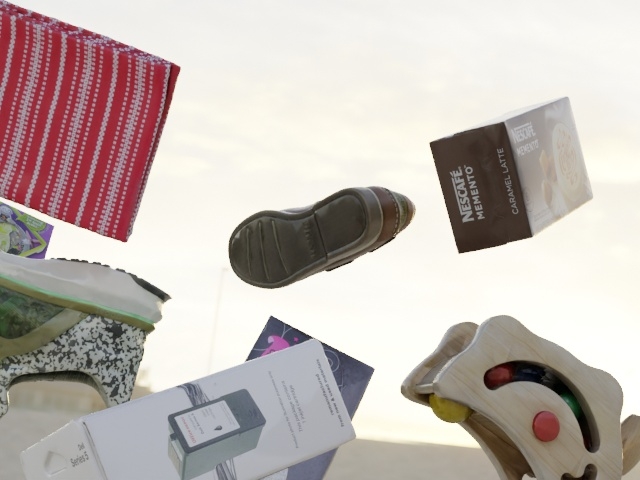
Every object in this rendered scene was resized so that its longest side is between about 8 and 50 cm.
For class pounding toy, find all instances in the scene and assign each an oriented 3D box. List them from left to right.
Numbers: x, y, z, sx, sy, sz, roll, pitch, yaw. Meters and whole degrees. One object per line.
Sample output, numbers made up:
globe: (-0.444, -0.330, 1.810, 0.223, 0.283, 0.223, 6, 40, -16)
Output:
pounding toy: (0.191, 0.188, 1.241, 0.270, 0.154, 0.155, 30, -20, -17)

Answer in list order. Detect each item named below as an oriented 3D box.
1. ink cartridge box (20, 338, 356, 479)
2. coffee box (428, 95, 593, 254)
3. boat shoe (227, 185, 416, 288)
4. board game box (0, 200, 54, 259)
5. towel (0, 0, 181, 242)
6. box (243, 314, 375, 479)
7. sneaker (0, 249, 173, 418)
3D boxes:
ink cartridge box: (-0.136, 0.208, 1.295, 0.273, 0.114, 0.198, -16, -11, -34)
coffee box: (0.236, -0.084, 1.555, 0.098, 0.141, 0.246, -13, 5, 30)
boat shoe: (0.000, 0.000, 1.745, 0.104, 0.110, 0.307, -6, -4, -43)
board game box: (-0.628, -0.009, 2.146, 0.347, 0.208, 0.056, 27, -38, -23)
towel: (-0.296, -0.132, 1.333, 0.275, 0.198, 0.031, 20, 11, 12)
box: (-0.059, 0.250, 1.658, 0.163, 0.247, 0.142, 27, -28, 4)
sneaker: (-0.376, 0.105, 1.423, 0.410, 0.182, 0.158, 7, -15, -6)
